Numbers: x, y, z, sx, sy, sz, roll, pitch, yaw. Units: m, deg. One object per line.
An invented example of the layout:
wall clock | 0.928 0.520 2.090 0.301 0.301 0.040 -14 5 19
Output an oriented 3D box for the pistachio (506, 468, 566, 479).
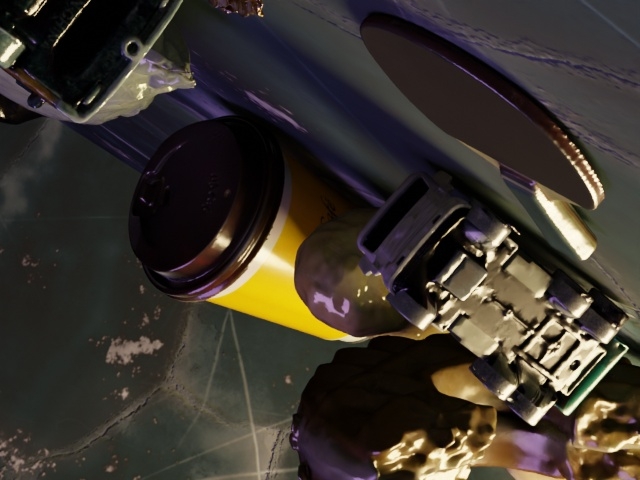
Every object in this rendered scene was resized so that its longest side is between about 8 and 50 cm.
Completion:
pistachio | 0.304 0.232 1.987 0.157 0.157 0.229 38 169 -39

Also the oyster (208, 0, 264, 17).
oyster | -0.060 -0.161 1.071 0.132 0.029 0.086 26 178 41

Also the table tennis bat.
table tennis bat | 0.110 -0.053 1.043 0.154 0.021 0.274 32 173 34

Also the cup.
cup | -0.046 0.001 1.810 0.279 0.196 0.196 28 180 -39

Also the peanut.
peanut | 0.068 0.039 1.691 0.130 0.130 0.290 33 -178 24

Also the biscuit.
biscuit | 0.137 0.160 1.539 0.366 0.115 0.268 -1 -167 -27

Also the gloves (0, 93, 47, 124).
gloves | -0.353 -0.189 1.596 0.301 0.197 0.152 1 -134 -37

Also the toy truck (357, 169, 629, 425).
toy truck | 0.138 0.047 1.363 0.253 0.114 0.124 38 -174 -34

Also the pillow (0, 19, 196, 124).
pillow | -0.247 -0.198 1.383 0.310 0.138 0.283 34 170 -18

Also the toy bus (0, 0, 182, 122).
toy bus | -0.235 -0.209 1.141 0.275 0.138 0.167 38 176 -25
